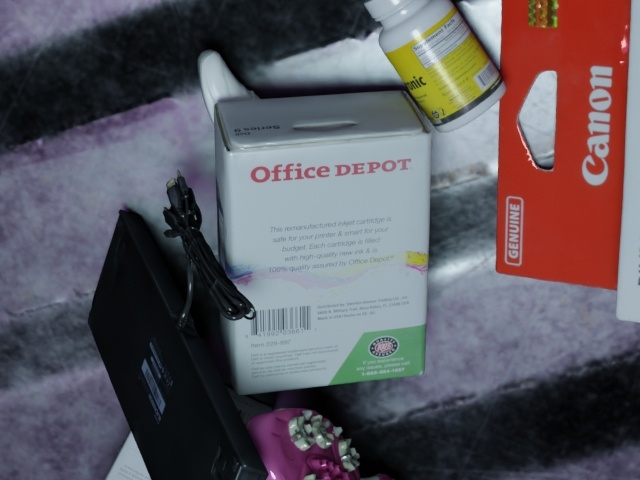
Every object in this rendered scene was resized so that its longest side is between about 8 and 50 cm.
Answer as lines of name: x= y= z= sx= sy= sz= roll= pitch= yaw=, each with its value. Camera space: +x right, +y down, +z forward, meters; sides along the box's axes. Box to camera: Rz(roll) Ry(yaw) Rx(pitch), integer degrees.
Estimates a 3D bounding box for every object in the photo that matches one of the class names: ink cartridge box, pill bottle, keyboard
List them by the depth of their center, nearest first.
ink cartridge box: x=0.236 y=-0.074 z=1.159 sx=0.239 sy=0.060 sz=0.275 roll=8 pitch=112 yaw=23
keyboard: x=-0.103 y=0.079 z=1.180 sx=0.033 sy=0.317 sz=0.201 roll=4 pitch=123 yaw=-29
pill bottle: x=0.084 y=-0.145 z=1.187 sx=0.065 sy=0.065 sz=0.116 roll=-31 pitch=103 yaw=17
ink cartridge box: x=0.000 y=0.000 z=1.206 sx=0.154 sy=0.093 sz=0.212 roll=-6 pitch=120 yaw=-9

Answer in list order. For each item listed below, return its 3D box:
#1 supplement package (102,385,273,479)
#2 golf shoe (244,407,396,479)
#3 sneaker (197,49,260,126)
supplement package: x=-0.129 y=0.210 z=1.326 sx=0.105 sy=0.105 sz=0.179 roll=28 pitch=110 yaw=-4
golf shoe: x=-0.016 y=0.224 z=1.242 sx=0.140 sy=0.115 sz=0.306 roll=-17 pitch=147 yaw=16
sneaker: x=-0.048 y=-0.088 z=1.236 sx=0.061 sy=0.054 sz=0.152 roll=-24 pitch=114 yaw=9
